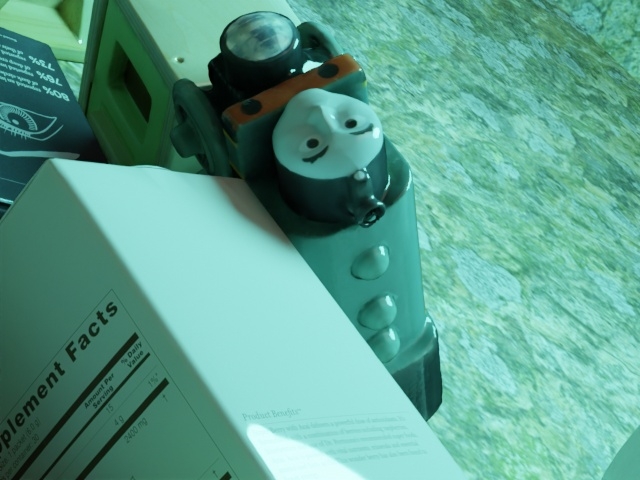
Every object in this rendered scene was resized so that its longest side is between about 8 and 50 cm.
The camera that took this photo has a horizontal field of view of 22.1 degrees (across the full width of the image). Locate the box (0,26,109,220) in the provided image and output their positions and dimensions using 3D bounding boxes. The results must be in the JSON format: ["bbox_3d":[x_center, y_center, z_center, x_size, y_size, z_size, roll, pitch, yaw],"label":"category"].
[{"bbox_3d":[-0.229,-0.048,1.055,0.153,0.108,0.207,18,33,-44],"label":"box"}]

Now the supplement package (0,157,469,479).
[{"bbox_3d":[-0.070,0.119,0.924,0.177,0.175,0.293,4,43,-54],"label":"supplement package"}]

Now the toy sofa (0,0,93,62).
[{"bbox_3d":[-0.160,-0.325,1.336,0.150,0.362,0.177,-2,54,-58],"label":"toy sofa"}]

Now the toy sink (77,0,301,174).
[{"bbox_3d":[-0.106,-0.087,1.259,0.131,0.234,0.153,-13,53,-27],"label":"toy sink"}]

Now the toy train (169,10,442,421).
[{"bbox_3d":[0.000,0.000,1.132,0.190,0.142,0.334,51,-20,37],"label":"toy train"}]

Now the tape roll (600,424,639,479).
[{"bbox_3d":[0.342,0.260,1.060,0.072,0.392,0.392,13,36,-50],"label":"tape roll"}]
